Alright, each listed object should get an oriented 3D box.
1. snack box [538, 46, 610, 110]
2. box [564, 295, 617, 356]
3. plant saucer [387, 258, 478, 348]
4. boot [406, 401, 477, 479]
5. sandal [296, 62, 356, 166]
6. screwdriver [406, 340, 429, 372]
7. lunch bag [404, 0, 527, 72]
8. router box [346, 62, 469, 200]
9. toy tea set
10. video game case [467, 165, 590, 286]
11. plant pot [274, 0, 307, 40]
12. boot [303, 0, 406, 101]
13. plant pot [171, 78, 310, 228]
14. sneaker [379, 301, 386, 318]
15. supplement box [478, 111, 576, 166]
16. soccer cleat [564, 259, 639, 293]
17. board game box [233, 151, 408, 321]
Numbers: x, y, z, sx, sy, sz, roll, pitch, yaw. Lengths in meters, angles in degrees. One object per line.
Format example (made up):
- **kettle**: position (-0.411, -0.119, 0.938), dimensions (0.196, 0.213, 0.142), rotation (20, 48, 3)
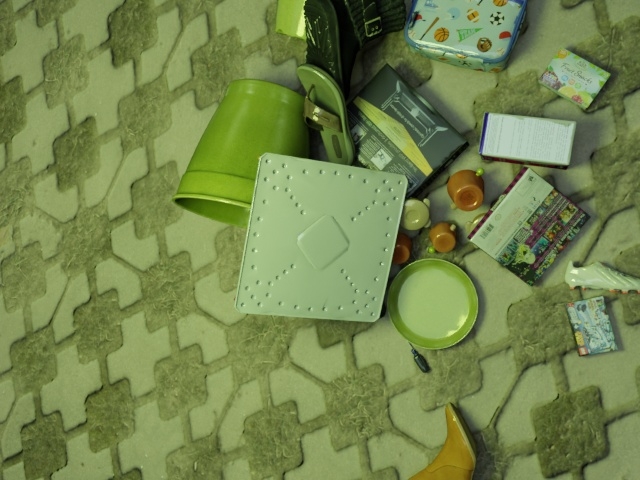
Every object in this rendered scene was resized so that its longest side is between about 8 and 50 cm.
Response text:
- **snack box**: position (0.640, -0.409, 1.698), dimensions (0.141, 0.037, 0.100), rotation (35, 97, 15)
- **box**: position (0.675, 0.214, 1.678), dimensions (0.094, 0.027, 0.137), rotation (-14, 84, 15)
- **plant saucer**: position (0.299, 0.168, 1.792), dimensions (0.241, 0.037, 0.241), rotation (0, 89, 17)
- **boot**: position (0.312, 0.589, 1.744), dimensions (0.211, 0.104, 0.295), rotation (-24, 86, 15)
- **sandal**: position (0.011, -0.313, 1.743), dimensions (0.120, 0.086, 0.302), rotation (11, 129, 51)
- **screwdriver**: position (0.238, 0.284, 1.817), dimensions (0.025, 0.024, 0.170), rotation (-33, 76, -15)
- **lunch bag**: position (0.373, -0.584, 1.750), dimensions (0.303, 0.115, 0.243), rotation (20, 92, 16)
- **router box**: position (0.205, -0.280, 1.809), dimensions (0.243, 0.081, 0.309), rotation (-45, 77, 12)
- **toy tea set**: position (0.308, -0.062, 1.776), dimensions (0.336, 0.124, 0.200), rotation (-16, 114, 13)
- **video game case**: position (0.521, -0.033, 1.684), dimensions (0.210, 0.042, 0.232), rotation (35, 100, -10)
- **plant pot**: position (-0.011, -0.666, 1.811), dimensions (0.276, 0.276, 0.254), rotation (20, 106, 17)
- **boot**: position (0.097, -0.516, 1.757), dimensions (0.260, 0.348, 0.131), rotation (-31, 53, -26)
- **plant pot**: position (-0.177, -0.230, 1.811), dimensions (0.367, 0.366, 0.353), rotation (10, 82, 17)
- **sneaker**: position (0.127, 0.096, 1.806), dimensions (0.130, 0.087, 0.227), rotation (-38, 73, 41)
- **supplement box**: position (0.520, -0.251, 1.694), dimensions (0.220, 0.111, 0.114), rotation (8, 91, 18)
- **soccer cleat**: position (0.706, 0.089, 1.653), dimensions (0.196, 0.068, 0.076), rotation (4, 87, 20)
- **board game box**: position (0.000, 0.000, 1.664), dimensions (0.390, 0.050, 0.390), rotation (7, 101, -22)
